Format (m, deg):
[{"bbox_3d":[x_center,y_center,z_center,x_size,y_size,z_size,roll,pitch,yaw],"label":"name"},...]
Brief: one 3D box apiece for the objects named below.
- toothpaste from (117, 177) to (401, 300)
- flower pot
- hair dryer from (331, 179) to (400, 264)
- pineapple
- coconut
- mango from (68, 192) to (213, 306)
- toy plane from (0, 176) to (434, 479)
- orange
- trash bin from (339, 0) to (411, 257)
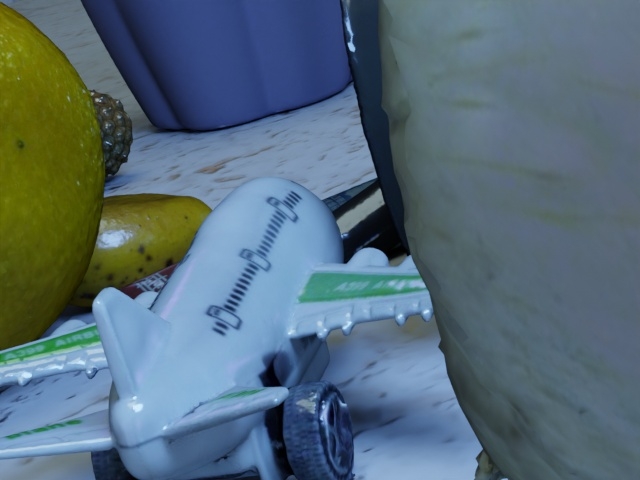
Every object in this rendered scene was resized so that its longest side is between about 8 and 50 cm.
[{"bbox_3d":[0.000,0.000,0.967,0.239,0.039,0.062,-22,23,-19],"label":"toothpaste"},{"bbox_3d":[-0.073,-0.226,1.479,0.265,0.243,0.265,-16,16,5],"label":"flower pot"},{"bbox_3d":[0.066,-0.024,0.922,0.248,0.070,0.114,-36,57,-19],"label":"hair dryer"},{"bbox_3d":[-0.197,-0.055,1.294,0.074,0.074,0.159,-5,19,33],"label":"pineapple"},{"bbox_3d":[0.200,-0.051,0.388,0.353,0.352,0.352,-14,15,4],"label":"coconut"},{"bbox_3d":[-0.107,0.002,1.032,0.114,0.057,0.079,-15,8,-35],"label":"mango"},{"bbox_3d":[-0.035,0.039,0.731,0.251,0.101,0.255,-10,11,18],"label":"toy plane"},{"bbox_3d":[-0.219,-0.023,0.915,0.236,0.236,0.236,-14,15,4],"label":"orange"},{"bbox_3d":[0.189,-0.095,0.780,0.334,0.214,0.214,-13,15,13],"label":"trash bin"}]
